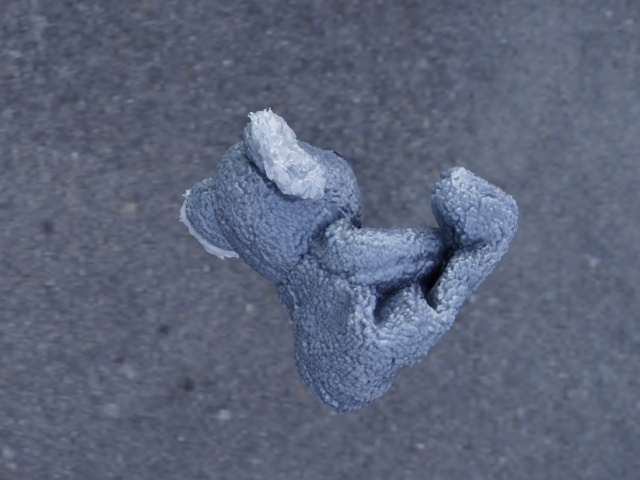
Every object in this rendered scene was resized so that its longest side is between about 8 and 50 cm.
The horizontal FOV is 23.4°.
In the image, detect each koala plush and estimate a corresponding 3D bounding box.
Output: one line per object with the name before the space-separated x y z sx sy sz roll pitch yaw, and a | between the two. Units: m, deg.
koala plush | 0.000 0.000 1.221 0.221 0.196 0.203 42 58 -7
